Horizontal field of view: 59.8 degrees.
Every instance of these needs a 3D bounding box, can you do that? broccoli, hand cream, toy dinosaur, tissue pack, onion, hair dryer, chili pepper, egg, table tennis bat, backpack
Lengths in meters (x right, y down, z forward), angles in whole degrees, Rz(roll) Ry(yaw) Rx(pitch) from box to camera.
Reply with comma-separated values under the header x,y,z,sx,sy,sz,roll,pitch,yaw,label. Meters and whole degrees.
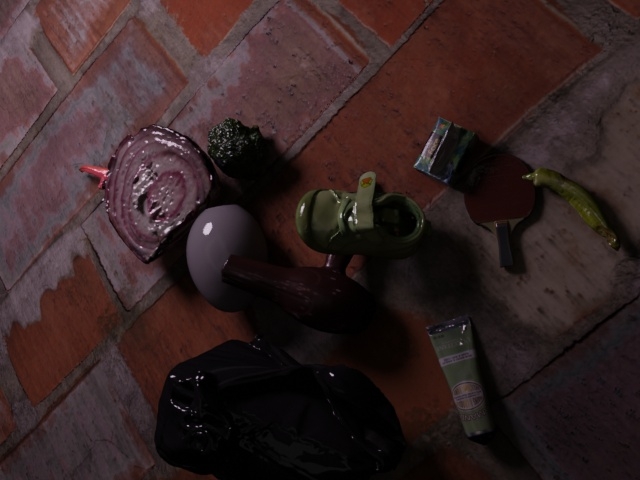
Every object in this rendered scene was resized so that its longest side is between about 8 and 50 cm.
x,y,z,sx,sy,sz,roll,pitch,yaw,label
-0.188,-0.203,1.255,0.146,0.138,0.162,41,137,-1,broccoli
0.270,0.263,1.043,0.086,0.055,0.235,-20,70,19,hand cream
-0.516,-0.182,1.451,0.286,0.070,0.139,32,88,27,toy dinosaur
0.242,-0.172,1.079,0.085,0.079,0.111,31,98,23,tissue pack
-0.364,-0.131,1.316,0.314,0.146,0.280,-44,73,23,onion
0.000,0.000,1.134,0.313,0.123,0.340,23,78,-4,hair dryer
0.459,-0.069,0.990,0.208,0.049,0.043,43,147,19,chili pepper
-0.201,0.041,1.213,0.176,0.176,0.231,-8,91,24,egg
0.343,-0.059,1.056,0.130,0.019,0.220,-8,80,23,table tennis bat
-0.063,0.332,1.039,0.446,0.363,0.254,19,96,10,backpack

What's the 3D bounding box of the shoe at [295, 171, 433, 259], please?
x,y,z,sx,sy,sz,roll,pitch,yaw,label
0.086,-0.046,1.069,0.128,0.262,0.140,124,155,-52,shoe
